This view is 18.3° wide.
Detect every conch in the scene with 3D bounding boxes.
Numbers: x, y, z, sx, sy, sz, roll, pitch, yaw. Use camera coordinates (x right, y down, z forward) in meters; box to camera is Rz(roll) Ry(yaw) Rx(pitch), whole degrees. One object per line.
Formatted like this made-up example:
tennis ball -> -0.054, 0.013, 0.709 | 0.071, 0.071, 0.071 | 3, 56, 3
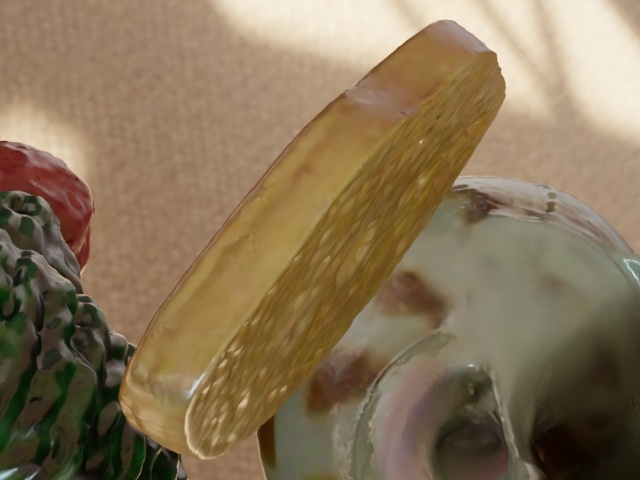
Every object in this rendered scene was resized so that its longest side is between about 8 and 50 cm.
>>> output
conch -> 0.095, 0.079, 0.970 | 0.249, 0.197, 0.368 | 0, 39, 10

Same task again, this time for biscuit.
biscuit -> 0.000, 0.000, 0.631 | 0.029, 0.142, 0.220 | 33, 41, 11

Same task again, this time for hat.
hat -> -0.174, 0.077, 1.066 | 0.242, 0.274, 0.332 | 13, 39, -4
